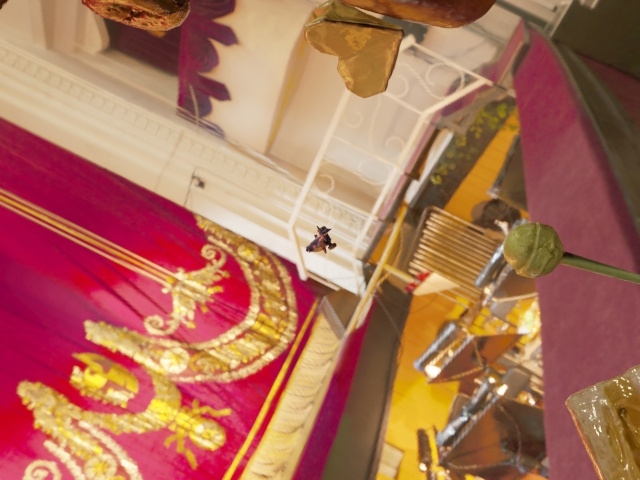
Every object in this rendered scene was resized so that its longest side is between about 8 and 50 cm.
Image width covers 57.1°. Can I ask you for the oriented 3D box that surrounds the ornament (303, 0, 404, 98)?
[{"bbox_3d":[0.082,-0.359,1.092,0.180,0.201,0.059,-6,55,41],"label":"ornament"}]

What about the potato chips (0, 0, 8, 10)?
[{"bbox_3d":[-0.417,-0.214,0.624,0.202,0.049,0.150,-37,41,7],"label":"potato chips"}]

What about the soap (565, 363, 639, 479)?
[{"bbox_3d":[0.229,0.155,0.260,0.140,0.073,0.231,-36,56,30],"label":"soap"}]

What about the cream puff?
[{"bbox_3d":[-0.236,-0.328,0.756,0.149,0.149,0.084,-40,-41,-84],"label":"cream puff"}]

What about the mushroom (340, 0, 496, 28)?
[{"bbox_3d":[0.089,-0.451,0.860,0.314,0.397,0.224,-40,25,-9],"label":"mushroom"}]

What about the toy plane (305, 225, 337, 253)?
[{"bbox_3d":[0.000,0.000,1.241,0.062,0.054,0.167,-30,-8,-14],"label":"toy plane"}]

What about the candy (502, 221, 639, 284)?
[{"bbox_3d":[0.478,0.047,1.001,0.092,0.336,0.092,90,-165,-75],"label":"candy"}]
